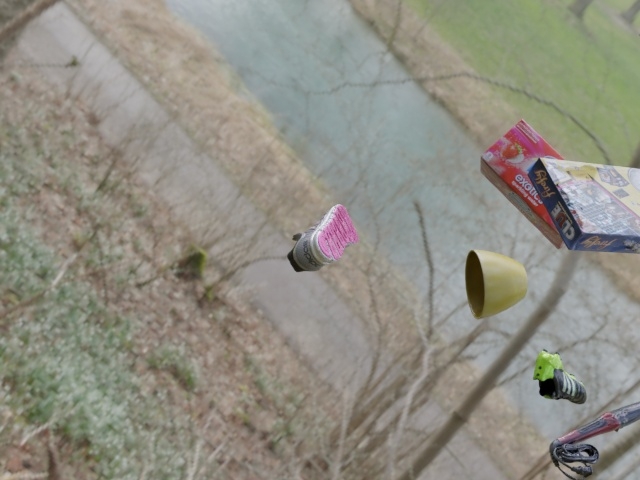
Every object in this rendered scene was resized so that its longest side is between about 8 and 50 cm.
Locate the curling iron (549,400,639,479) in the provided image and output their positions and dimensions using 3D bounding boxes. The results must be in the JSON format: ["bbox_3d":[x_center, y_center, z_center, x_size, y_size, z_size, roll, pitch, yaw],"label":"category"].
[{"bbox_3d":[0.443,0.285,1.424,0.274,0.035,0.068,-19,66,-35],"label":"curling iron"}]

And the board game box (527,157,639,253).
[{"bbox_3d":[0.470,-0.053,1.526,0.243,0.042,0.165,3,47,-26],"label":"board game box"}]

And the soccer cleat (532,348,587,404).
[{"bbox_3d":[0.437,0.268,1.748,0.060,0.072,0.179,7,-28,44],"label":"soccer cleat"}]

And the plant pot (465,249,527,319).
[{"bbox_3d":[0.342,0.081,1.822,0.095,0.134,0.134,-4,35,-7],"label":"plant pot"}]

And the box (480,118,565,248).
[{"bbox_3d":[0.476,-0.121,2.050,0.257,0.128,0.122,48,-1,15],"label":"box"}]

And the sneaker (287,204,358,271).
[{"bbox_3d":[0.000,0.000,1.309,0.063,0.074,0.170,62,22,-9],"label":"sneaker"}]
